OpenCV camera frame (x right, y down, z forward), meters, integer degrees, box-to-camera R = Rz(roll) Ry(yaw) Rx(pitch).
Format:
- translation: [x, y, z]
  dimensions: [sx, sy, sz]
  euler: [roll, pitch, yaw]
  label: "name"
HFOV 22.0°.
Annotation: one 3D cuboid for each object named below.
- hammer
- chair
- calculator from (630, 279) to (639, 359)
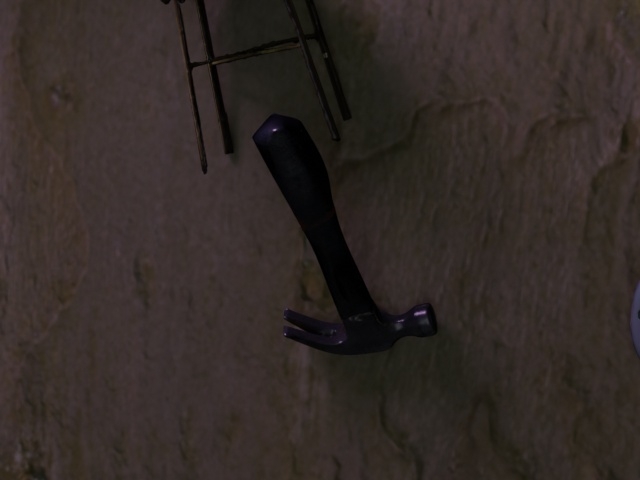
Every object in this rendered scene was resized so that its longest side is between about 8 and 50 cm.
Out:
- translation: [0.000, 0.000, 1.492]
  dimensions: [0.137, 0.037, 0.290]
  euler: [-15, 131, 13]
  label: "hammer"
- translation: [-0.087, -0.235, 1.484]
  dimensions: [0.170, 0.160, 0.325]
  euler: [-13, 99, 9]
  label: "chair"
- translation: [0.435, 0.080, 1.505]
  dimensions: [0.299, 0.041, 0.185]
  euler: [7, 100, 10]
  label: "calculator"
